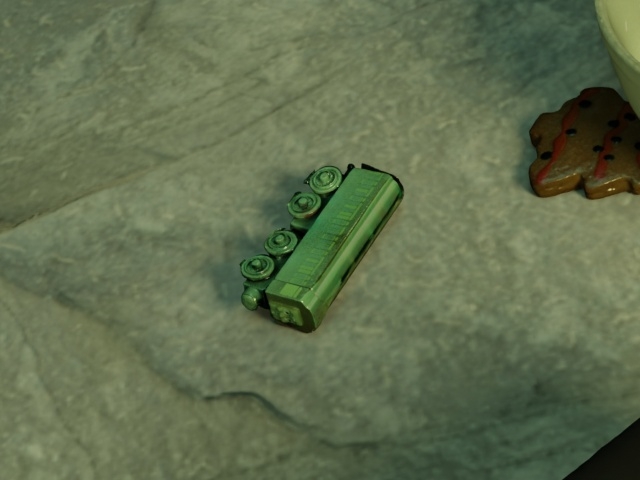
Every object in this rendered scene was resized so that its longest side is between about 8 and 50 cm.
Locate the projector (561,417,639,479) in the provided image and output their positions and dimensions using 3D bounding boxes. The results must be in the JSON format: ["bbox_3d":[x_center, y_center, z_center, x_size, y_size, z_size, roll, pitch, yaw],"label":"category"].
[{"bbox_3d":[0.251,0.272,0.807,0.405,0.242,0.395,-36,46,-21],"label":"projector"}]

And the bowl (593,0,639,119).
[{"bbox_3d":[0.330,-0.131,1.241,0.277,0.145,0.277,-7,46,7],"label":"bowl"}]

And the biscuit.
[{"bbox_3d":[0.212,-0.069,1.302,0.130,0.019,0.119,15,53,27],"label":"biscuit"}]

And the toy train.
[{"bbox_3d":[0.000,0.000,1.282,0.071,0.038,0.148,17,53,25],"label":"toy train"}]
